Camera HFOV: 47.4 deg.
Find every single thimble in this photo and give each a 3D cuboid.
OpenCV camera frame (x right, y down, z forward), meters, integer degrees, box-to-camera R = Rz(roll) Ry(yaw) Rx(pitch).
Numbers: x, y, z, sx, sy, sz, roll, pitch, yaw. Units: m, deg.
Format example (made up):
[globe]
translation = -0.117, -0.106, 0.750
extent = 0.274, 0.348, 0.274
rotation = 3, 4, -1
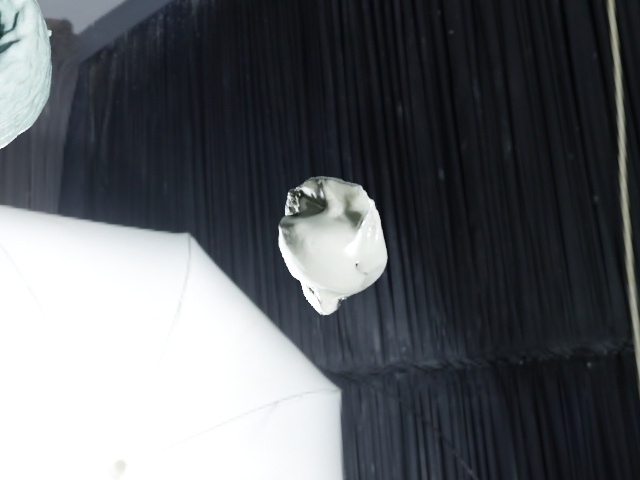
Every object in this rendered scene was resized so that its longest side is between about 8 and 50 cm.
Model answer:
[thimble]
translation = -0.423, -0.211, 0.848
extent = 0.205, 0.250, 0.172
rotation = 26, 154, -5

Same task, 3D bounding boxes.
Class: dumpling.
[dumpling]
translation = 0.000, 0.000, 0.822
extent = 0.092, 0.150, 0.176
rotation = -39, 152, -16
